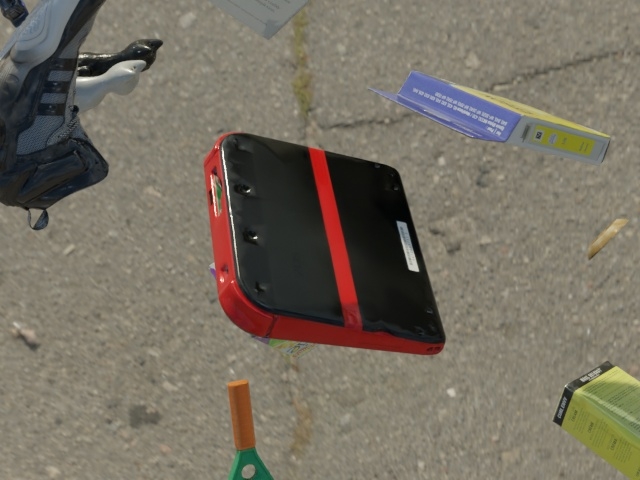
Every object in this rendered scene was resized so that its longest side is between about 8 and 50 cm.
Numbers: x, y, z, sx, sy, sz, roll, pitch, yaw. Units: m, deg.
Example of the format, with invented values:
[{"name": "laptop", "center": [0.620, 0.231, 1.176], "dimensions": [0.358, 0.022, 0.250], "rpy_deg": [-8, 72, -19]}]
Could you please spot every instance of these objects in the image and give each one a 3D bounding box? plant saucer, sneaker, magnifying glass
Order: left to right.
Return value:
[{"name": "sneaker", "center": [-0.271, -0.143, 1.140], "dimensions": [0.268, 0.153, 0.101], "rpy_deg": [-57, 24, -8]}, {"name": "magnifying glass", "center": [-0.100, 0.306, 1.492], "dimensions": [0.092, 0.026, 0.231], "rpy_deg": [-8, 98, -20]}, {"name": "plant saucer", "center": [0.417, -0.005, 1.601], "dimensions": [0.015, 0.083, 0.083], "rpy_deg": [44, 78, 9]}]

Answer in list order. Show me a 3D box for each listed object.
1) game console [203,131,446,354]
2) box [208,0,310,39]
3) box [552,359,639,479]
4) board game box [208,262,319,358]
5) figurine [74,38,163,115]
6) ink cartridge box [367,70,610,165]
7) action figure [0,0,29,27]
[{"name": "game console", "center": [0.000, 0.000, 1.653], "dimensions": [0.342, 0.060, 0.386], "rpy_deg": [12, 44, -24]}, {"name": "box", "center": [-0.037, -0.449, 1.340], "dimensions": [0.345, 0.215, 0.168], "rpy_deg": [-35, 37, 39]}, {"name": "box", "center": [0.368, 0.224, 1.165], "dimensions": [0.087, 0.058, 0.232], "rpy_deg": [-21, 43, -39]}, {"name": "board game box", "center": [-0.051, 0.087, 1.813], "dimensions": [0.144, 0.275, 0.142], "rpy_deg": [-35, 72, 4]}, {"name": "figurine", "center": [-0.417, -0.318, 2.108], "dimensions": [0.209, 0.092, 0.215], "rpy_deg": [-18, 25, 15]}, {"name": "ink cartridge box", "center": [0.290, -0.221, 1.896], "dimensions": [0.303, 0.307, 0.072], "rpy_deg": [35, 109, 50]}, {"name": "action figure", "center": [-0.440, -0.479, 1.488], "dimensions": [0.178, 0.330, 0.341], "rpy_deg": [-29, 77, 6]}]
